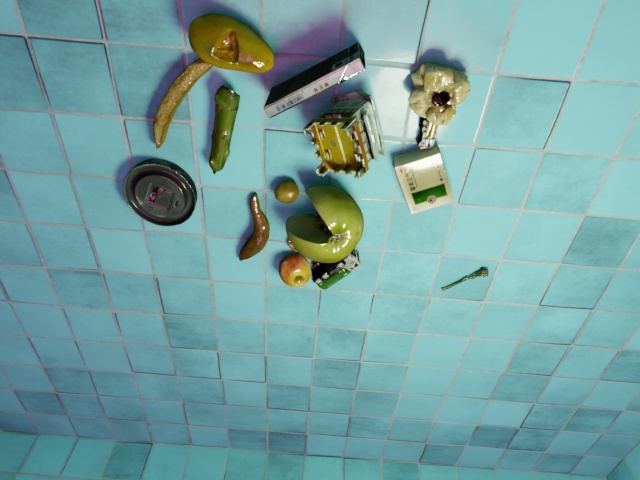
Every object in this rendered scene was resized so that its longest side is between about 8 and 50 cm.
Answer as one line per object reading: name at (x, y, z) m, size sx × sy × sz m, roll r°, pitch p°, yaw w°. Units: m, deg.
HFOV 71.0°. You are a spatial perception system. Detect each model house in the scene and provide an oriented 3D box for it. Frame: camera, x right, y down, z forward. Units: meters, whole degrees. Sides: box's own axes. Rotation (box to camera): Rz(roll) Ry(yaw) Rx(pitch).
model house at (0.091, -0.341, 1.470) m, size 0.198 × 0.215 × 0.224 m, roll 9°, pitch 135°, yaw 37°

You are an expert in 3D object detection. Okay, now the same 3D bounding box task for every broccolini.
broccolini at (0.623, 0.172, 1.945) m, size 0.218 × 0.042 × 0.044 m, roll -27°, pitch 121°, yaw 24°

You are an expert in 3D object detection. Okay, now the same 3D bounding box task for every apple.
apple at (0.018, -0.058, 1.651) m, size 0.291 × 0.254 × 0.292 m, roll -9°, pitch 120°, yaw -16°
apple at (-0.110, 0.122, 1.898) m, size 0.146 × 0.147 × 0.147 m, roll 1°, pitch 128°, yaw 2°

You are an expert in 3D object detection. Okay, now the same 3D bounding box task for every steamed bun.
steamed bun at (0.366, -0.464, 1.405) m, size 0.192 × 0.106 × 0.178 m, roll 27°, pitch 108°, yaw -7°

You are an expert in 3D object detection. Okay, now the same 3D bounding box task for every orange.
orange at (-0.128, -0.181, 1.687) m, size 0.094 × 0.085 × 0.085 m, roll -15°, pitch 125°, yaw 12°

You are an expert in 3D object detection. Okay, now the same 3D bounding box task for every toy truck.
toy truck at (0.062, 0.117, 1.893) m, size 0.124 × 0.101 × 0.242 m, roll 29°, pitch 127°, yaw -33°
toy truck at (0.368, -0.375, 1.530) m, size 0.062 × 0.052 × 0.123 m, roll 0°, pitch 126°, yaw -4°

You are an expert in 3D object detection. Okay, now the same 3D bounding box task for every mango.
mango at (-0.264, -0.583, 1.346) m, size 0.261 × 0.167 × 0.130 m, roll 13°, pitch 141°, yaw -11°

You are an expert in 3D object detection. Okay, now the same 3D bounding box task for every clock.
clock at (-0.611, -0.182, 1.730) m, size 0.280 × 0.055 × 0.281 m, roll 1°, pitch 127°, yaw 2°

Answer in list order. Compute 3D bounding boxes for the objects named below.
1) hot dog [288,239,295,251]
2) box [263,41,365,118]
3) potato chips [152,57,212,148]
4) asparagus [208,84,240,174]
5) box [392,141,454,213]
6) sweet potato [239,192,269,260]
hot dog at (-0.103, 0.012, 1.862) m, size 0.058 × 0.035 × 0.083 m, roll -2°, pitch 128°, yaw 0°
box at (-0.018, -0.493, 1.379) m, size 0.324 × 0.180 × 0.047 m, roll -21°, pitch 123°, yaw 18°
potato chips at (-0.481, -0.466, 1.502) m, size 0.080 × 0.057 × 0.407 m, roll 36°, pitch 121°, yaw -18°
asparagus at (-0.335, -0.380, 1.547) m, size 0.081 × 0.085 × 0.343 m, roll 5°, pitch 134°, yaw -16°
box at (0.370, -0.222, 1.622) m, size 0.167 × 0.095 × 0.212 m, roll -16°, pitch 125°, yaw 18°
sweet potato at (-0.262, -0.028, 1.816) m, size 0.108 × 0.079 × 0.346 m, roll 20°, pitch 124°, yaw 3°
